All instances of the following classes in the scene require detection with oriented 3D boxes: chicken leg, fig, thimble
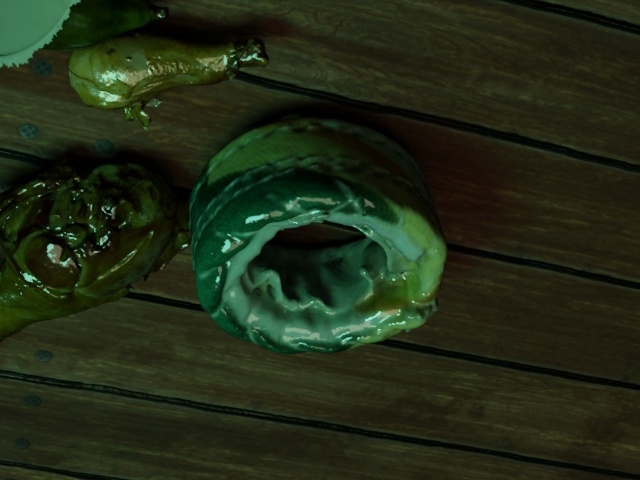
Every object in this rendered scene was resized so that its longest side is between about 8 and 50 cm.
[{"bbox_3d":[-0.321,0.028,1.458,0.361,0.140,0.211,-29,135,13],"label":"chicken leg"},{"bbox_3d":[-0.235,-0.231,1.277,0.177,0.117,0.117,16,128,-36],"label":"fig"},{"bbox_3d":[-0.154,-0.171,1.342,0.207,0.085,0.101,-6,126,2],"label":"chicken leg"},{"bbox_3d":[0.000,0.000,1.444,0.288,0.167,0.254,16,127,-20],"label":"thimble"}]

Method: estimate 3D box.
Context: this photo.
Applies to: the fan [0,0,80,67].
[{"bbox_3d":[-0.367,-0.230,1.237,0.414,0.012,0.233,-37,83,25],"label":"fan"}]
